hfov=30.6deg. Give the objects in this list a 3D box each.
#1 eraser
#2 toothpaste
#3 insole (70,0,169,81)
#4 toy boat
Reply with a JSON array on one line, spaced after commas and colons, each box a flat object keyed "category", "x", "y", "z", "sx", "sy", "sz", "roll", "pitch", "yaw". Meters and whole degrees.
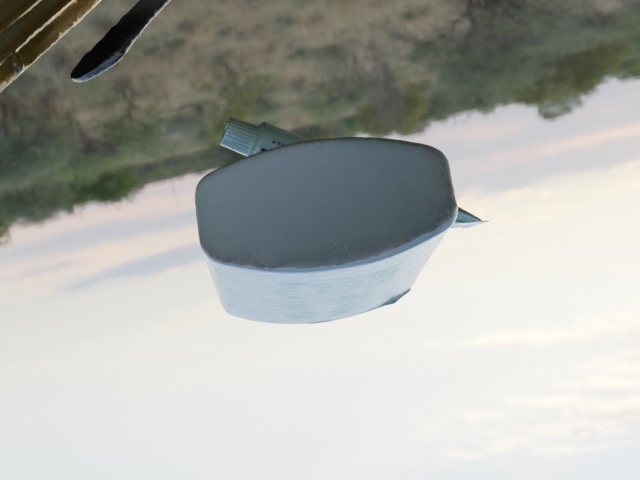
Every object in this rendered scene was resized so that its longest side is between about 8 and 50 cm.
[{"category": "eraser", "x": 0.000, "y": 0.000, "z": 0.963, "sx": 0.189, "sy": 0.104, "sz": 0.290, "roll": -4, "pitch": 169, "yaw": -2}, {"category": "toothpaste", "x": 0.036, "y": -0.065, "z": 1.256, "sx": 0.297, "sy": 0.048, "sz": 0.075, "roll": 20, "pitch": 169, "yaw": -12}, {"category": "insole", "x": -0.109, "y": -0.269, "z": 1.098, "sx": 0.348, "sy": 0.009, "sz": 0.119, "roll": -50, "pitch": -153, "yaw": -18}, {"category": "toy boat", "x": -0.305, "y": -0.210, "z": 1.091, "sx": 0.089, "sy": 0.115, "sz": 0.310, "roll": -29, "pitch": -160, "yaw": 43}]
